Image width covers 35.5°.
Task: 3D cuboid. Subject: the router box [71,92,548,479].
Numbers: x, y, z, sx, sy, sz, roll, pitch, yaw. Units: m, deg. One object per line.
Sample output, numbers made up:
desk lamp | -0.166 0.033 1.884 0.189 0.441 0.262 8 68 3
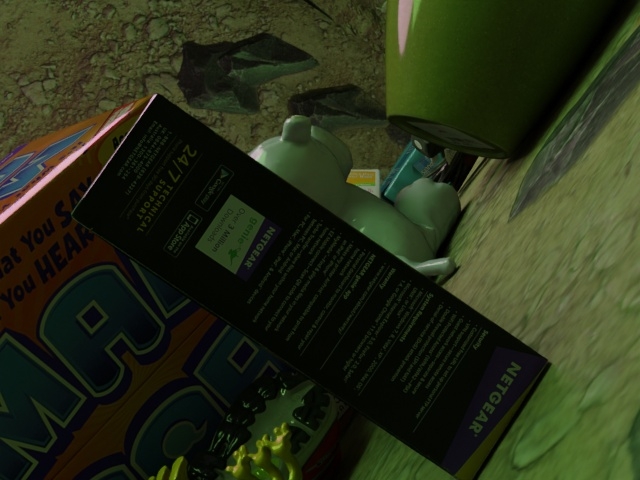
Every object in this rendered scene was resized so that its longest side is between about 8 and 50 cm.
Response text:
router box | -0.013 0.032 0.646 0.081 0.243 0.309 -56 2 -5

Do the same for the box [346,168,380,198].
box | 0.028 -0.008 1.380 0.203 0.114 0.103 -84 -5 -57

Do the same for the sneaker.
sneaker | -0.071 0.235 0.799 0.279 0.107 0.118 -44 -44 -27

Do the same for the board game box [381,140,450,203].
board game box | 0.212 -0.185 1.496 0.336 0.079 0.254 -56 2 3

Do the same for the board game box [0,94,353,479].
board game box | -0.249 0.130 0.971 0.356 0.356 0.356 -47 22 -27

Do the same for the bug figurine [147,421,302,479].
bug figurine | -0.077 0.235 0.564 0.216 0.072 0.279 -39 20 32

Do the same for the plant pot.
plant pot | 0.180 -0.243 1.037 0.275 0.274 0.294 148 140 -87

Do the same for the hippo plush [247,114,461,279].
hippo plush | 0.000 0.000 1.113 0.234 0.236 0.294 -55 1 22

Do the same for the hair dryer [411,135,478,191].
hair dryer | 0.196 -0.175 1.249 0.293 0.080 0.223 -46 -17 -14
